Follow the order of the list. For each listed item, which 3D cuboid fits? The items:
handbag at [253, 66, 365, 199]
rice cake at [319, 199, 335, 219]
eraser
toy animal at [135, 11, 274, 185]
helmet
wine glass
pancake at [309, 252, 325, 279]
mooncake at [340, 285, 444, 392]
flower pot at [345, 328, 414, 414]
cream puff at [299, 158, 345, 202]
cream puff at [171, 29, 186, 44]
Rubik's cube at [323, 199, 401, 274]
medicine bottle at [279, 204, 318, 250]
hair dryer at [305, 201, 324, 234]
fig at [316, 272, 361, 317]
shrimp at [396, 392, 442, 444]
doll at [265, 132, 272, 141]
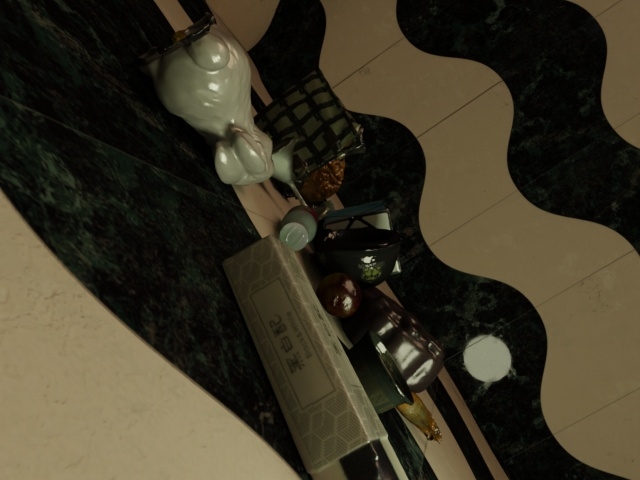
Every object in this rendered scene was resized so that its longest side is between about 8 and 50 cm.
[{"bbox_3d":[-0.048,-0.345,1.604,0.162,0.325,0.327,40,18,-55],"label":"handbag"},{"bbox_3d":[0.034,-0.108,2.067,0.336,0.066,0.063,-94,158,-71],"label":"rice cake"},{"bbox_3d":[-0.012,0.181,0.683,0.404,0.096,0.098,61,9,27],"label":"eraser"},{"bbox_3d":[-0.197,-0.258,1.015,0.358,0.193,0.258,61,-5,-31],"label":"toy animal"},{"bbox_3d":[0.100,0.054,1.317,0.279,0.230,0.161,-138,-135,-70],"label":"helmet"},{"bbox_3d":[-0.079,-0.153,1.376,0.232,0.156,0.156,58,8,-18],"label":"wine glass"},{"bbox_3d":[0.001,0.082,1.385,0.115,0.011,0.115,54,11,-16],"label":"pancake"},{"bbox_3d":[0.185,0.236,1.232,0.283,0.141,0.283,41,7,-6],"label":"mooncake"},{"bbox_3d":[0.091,0.261,0.927,0.158,0.106,0.157,56,6,-8],"label":"flower pot"},{"bbox_3d":[-0.033,-0.315,1.904,0.327,0.231,0.343,63,10,18],"label":"cream puff"},{"bbox_3d":[-0.393,-0.568,1.419,0.083,0.083,0.058,49,-40,24],"label":"cream puff"},{"bbox_3d":[0.128,0.002,1.549,0.205,0.204,0.208,-77,153,-76],"label":"Rubik's cube"},{"bbox_3d":[-0.055,-0.030,1.217,0.091,0.090,0.217,55,9,-8],"label":"medicine bottle"},{"bbox_3d":[0.000,0.000,1.574,0.196,0.075,0.219,60,12,-59],"label":"hair dryer"},{"bbox_3d":[0.045,0.123,1.185,0.155,0.103,0.110,-89,166,-75],"label":"fig"},{"bbox_3d":[0.223,0.414,1.282,0.287,0.063,0.152,52,-2,-20],"label":"shrimp"},{"bbox_3d":[-0.192,-0.306,1.499,0.078,0.076,0.113,69,13,17],"label":"doll"}]
